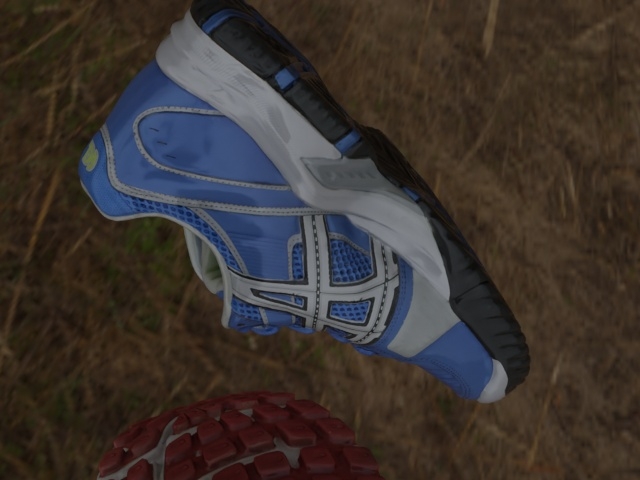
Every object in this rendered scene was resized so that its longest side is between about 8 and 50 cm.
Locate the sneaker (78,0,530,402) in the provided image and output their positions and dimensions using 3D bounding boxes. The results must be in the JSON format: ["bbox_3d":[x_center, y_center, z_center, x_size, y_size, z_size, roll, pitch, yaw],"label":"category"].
[{"bbox_3d":[0.000,0.000,0.598,0.081,0.080,0.211,-41,126,8],"label":"sneaker"}]

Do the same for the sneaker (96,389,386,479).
[{"bbox_3d":[-0.007,0.136,0.482,0.088,0.225,0.093,-14,137,-15],"label":"sneaker"}]
